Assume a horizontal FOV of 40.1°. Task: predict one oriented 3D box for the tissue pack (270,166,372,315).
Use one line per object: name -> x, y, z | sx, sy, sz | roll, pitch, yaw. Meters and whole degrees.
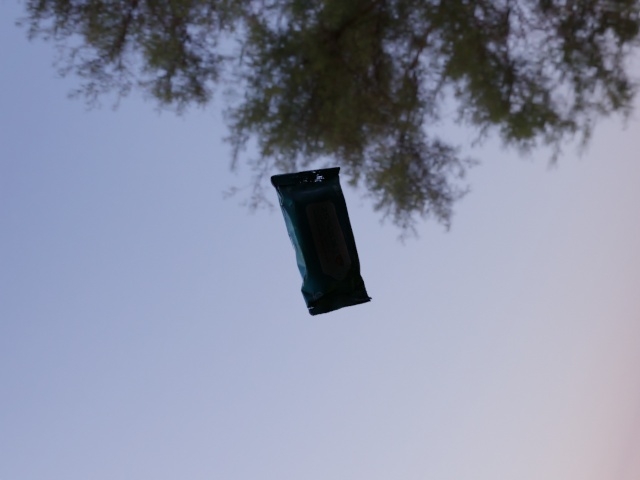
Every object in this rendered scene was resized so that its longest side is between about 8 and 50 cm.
tissue pack -> 0.000, 0.000, 0.840 | 0.085, 0.028, 0.138 | -12, -91, -40
